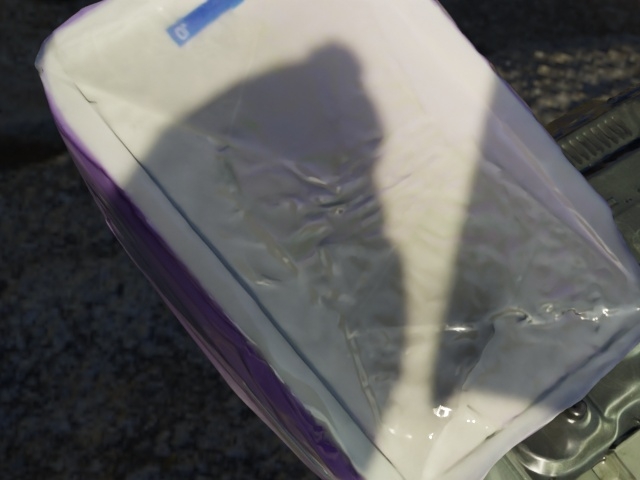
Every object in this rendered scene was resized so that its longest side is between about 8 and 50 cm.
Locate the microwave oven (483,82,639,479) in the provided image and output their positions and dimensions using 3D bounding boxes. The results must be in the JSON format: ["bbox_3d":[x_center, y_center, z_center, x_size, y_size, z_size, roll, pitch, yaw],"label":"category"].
[{"bbox_3d":[0.203,0.059,0.977,0.355,0.218,0.286,-28,71,-26],"label":"microwave oven"}]

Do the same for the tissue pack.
[{"bbox_3d":[0.000,0.000,0.650,0.160,0.338,0.242,-38,88,-8],"label":"tissue pack"}]
